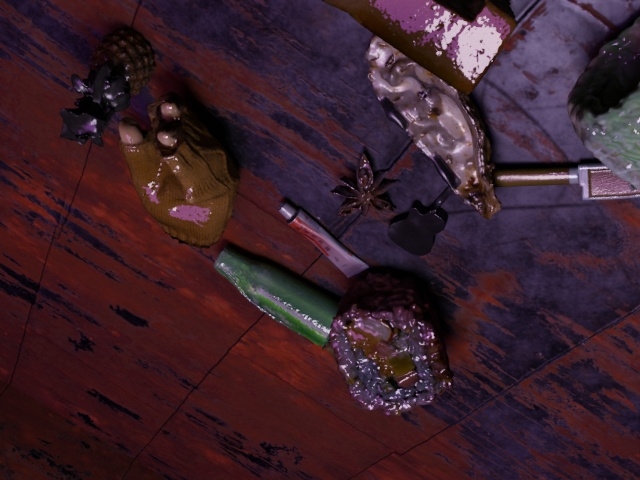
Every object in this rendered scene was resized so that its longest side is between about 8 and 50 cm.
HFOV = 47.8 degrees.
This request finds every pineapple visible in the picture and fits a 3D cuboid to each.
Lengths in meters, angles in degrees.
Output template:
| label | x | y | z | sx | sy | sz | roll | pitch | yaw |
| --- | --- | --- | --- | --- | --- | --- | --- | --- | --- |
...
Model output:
| label | x | y | z | sx | sy | sz | roll | pitch | yaw |
| --- | --- | --- | --- | --- | --- | --- | --- | --- | --- |
| pineapple | -0.356 | -0.247 | 1.195 | 0.111 | 0.237 | 0.119 | -3 | 135 | 21 |

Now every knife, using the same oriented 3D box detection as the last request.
| label | x | y | z | sx | sy | sz | roll | pitch | yaw |
| --- | --- | --- | --- | --- | --- | --- | --- | --- | --- |
| knife | 0.415 | -0.092 | 1.109 | 0.343 | 0.027 | 0.061 | -1 | 119 | 24 |

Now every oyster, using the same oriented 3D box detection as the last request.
| label | x | y | z | sx | sy | sz | roll | pitch | yaw |
| --- | --- | --- | --- | --- | --- | --- | --- | --- | --- |
| oyster | 0.185 | -0.177 | 1.111 | 0.129 | 0.078 | 0.345 | -22 | 111 | 40 |

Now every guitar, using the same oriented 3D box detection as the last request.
| label | x | y | z | sx | sy | sz | roll | pitch | yaw |
| --- | --- | --- | --- | --- | --- | --- | --- | --- | --- |
| guitar | 0.200 | -0.056 | 1.254 | 0.088 | 0.025 | 0.233 | 32 | 137 | -4 |

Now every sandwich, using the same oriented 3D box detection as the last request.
| label | x | y | z | sx | sy | sz | roll | pitch | yaw |
| --- | --- | --- | --- | --- | --- | --- | --- | --- | --- |
| sandwich | 0.132 | -0.314 | 0.955 | 0.236 | 0.122 | 0.128 | 30 | 126 | -6 |

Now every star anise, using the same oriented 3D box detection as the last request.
| label | x | y | z | sx | sy | sz | roll | pitch | yaw |
| --- | --- | --- | --- | --- | --- | --- | --- | --- | --- |
| star anise | 0.077 | -0.097 | 1.257 | 0.124 | 0.056 | 0.129 | -7 | 127 | 0 |

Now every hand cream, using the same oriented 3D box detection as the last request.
| label | x | y | z | sx | sy | sz | roll | pitch | yaw |
| --- | --- | --- | --- | --- | --- | --- | --- | --- | --- |
| hand cream | 0.000 | -0.001 | 1.406 | 0.216 | 0.038 | 0.052 | 41 | 163 | -20 |

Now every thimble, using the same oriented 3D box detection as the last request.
| label | x | y | z | sx | sy | sz | roll | pitch | yaw |
| --- | --- | --- | --- | --- | --- | --- | --- | --- | --- |
| thimble | 0.417 | -0.176 | 0.889 | 0.150 | 0.219 | 0.219 | 35 | 137 | -11 |

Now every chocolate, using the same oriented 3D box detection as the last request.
| label | x | y | z | sx | sy | sz | roll | pitch | yaw |
| --- | --- | --- | --- | --- | --- | --- | --- | --- | --- |
| chocolate | -0.090 | 0.109 | 1.508 | 0.291 | 0.110 | 0.110 | 32 | 137 | -1 |

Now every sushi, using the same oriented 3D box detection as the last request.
| label | x | y | z | sx | sy | sz | roll | pitch | yaw |
| --- | --- | --- | --- | --- | --- | --- | --- | --- | --- |
| sushi | 0.127 | 0.195 | 1.408 | 0.237 | 0.171 | 0.270 | -16 | 118 | 17 |

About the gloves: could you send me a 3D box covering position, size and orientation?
| label | x | y | z | sx | sy | sz | roll | pitch | yaw |
| --- | --- | --- | --- | --- | --- | --- | --- | --- | --- |
| gloves | -0.249 | -0.128 | 1.314 | 0.203 | 0.155 | 0.356 | 24 | 153 | 14 |
